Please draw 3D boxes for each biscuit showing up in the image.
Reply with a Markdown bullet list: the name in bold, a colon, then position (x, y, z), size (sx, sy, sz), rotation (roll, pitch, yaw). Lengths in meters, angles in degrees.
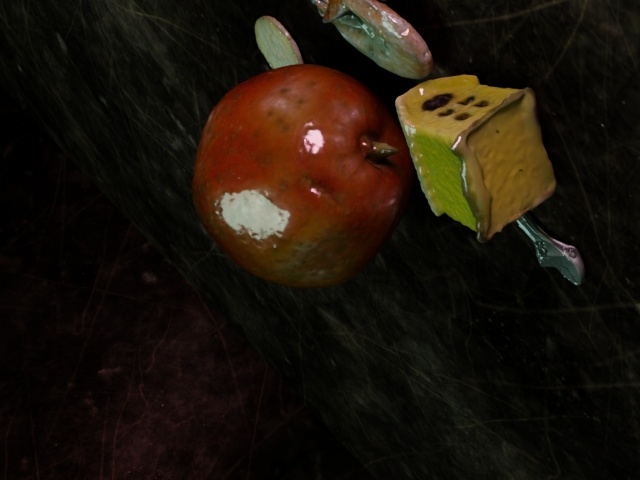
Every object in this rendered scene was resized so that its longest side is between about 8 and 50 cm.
- **biscuit**: position (-0.081, -0.371, 2.151), size (0.152, 0.020, 0.152), rotation (44, 157, 24)

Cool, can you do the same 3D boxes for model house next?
- **model house**: position (0.208, -0.134, 1.676), size (0.234, 0.174, 0.193), rotation (22, 144, 50)

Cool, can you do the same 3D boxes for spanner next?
- **spanner**: position (0.315, -0.054, 1.789), size (0.325, 0.026, 0.093), rotation (51, 159, 10)

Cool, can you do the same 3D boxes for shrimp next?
- **shrimp**: position (0.062, -0.360, 1.745), size (0.317, 0.077, 0.168), rotation (41, 172, 28)

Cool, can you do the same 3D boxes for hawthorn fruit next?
- **hawthorn fruit**: position (-0.006, -0.114, 1.938), size (0.403, 0.402, 0.403), rotation (44, 158, 23)

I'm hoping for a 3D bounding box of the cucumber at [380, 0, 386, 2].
- **cucumber**: position (0.061, -0.424, 1.736), size (0.133, 0.032, 0.032), rotation (45, 158, 24)
